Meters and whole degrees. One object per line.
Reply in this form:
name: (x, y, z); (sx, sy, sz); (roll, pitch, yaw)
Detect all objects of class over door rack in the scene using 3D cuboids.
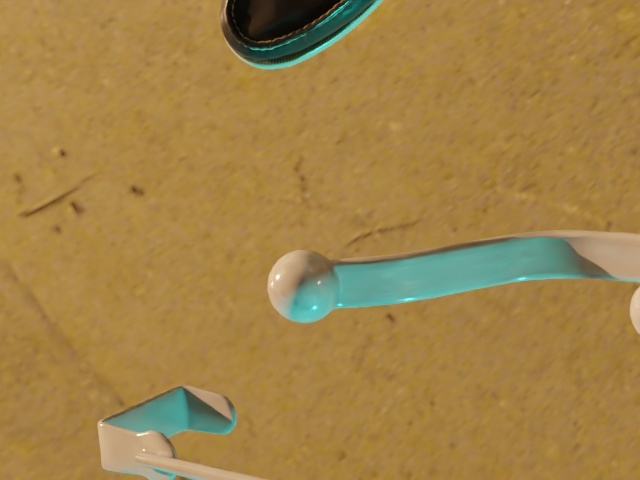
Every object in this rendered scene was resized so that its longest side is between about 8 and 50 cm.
over door rack: (0.000, 0.000, 0.535); (0.324, 0.108, 0.240); (11, 109, 49)

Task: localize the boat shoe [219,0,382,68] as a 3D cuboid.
boat shoe: (0.038, -0.268, 1.213); (0.340, 0.113, 0.127); (-41, 83, 12)
